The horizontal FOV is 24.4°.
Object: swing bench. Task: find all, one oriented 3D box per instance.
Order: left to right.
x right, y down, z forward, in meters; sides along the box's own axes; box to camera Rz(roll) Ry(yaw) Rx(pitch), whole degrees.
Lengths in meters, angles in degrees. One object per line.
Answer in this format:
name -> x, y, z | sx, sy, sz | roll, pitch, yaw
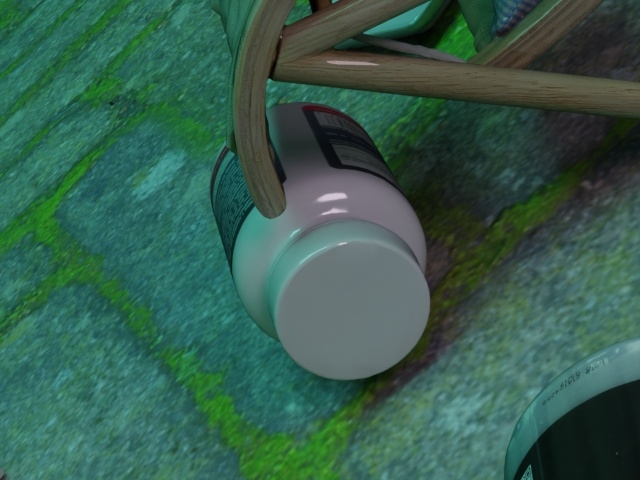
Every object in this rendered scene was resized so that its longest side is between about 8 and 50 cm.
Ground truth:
swing bench -> 0.060, -0.158, 0.805 | 0.255, 0.165, 0.253 | -10, 30, -2

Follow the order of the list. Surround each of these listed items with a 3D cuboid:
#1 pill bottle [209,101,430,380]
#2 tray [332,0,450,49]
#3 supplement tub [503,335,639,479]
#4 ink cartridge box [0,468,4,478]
pill bottle -> 0.000, 0.000, 0.823 | 0.108, 0.108, 0.180 | -39, 25, 8
tray -> 0.098, -0.239, 1.147 | 0.145, 0.030, 0.270 | -5, 45, 54
supplement tub -> 0.119, 0.125, 0.443 | 0.117, 0.117, 0.190 | -32, 27, 21
ink cartridge box -> -0.352, 0.220, 0.999 | 0.172, 0.100, 0.237 | -8, 41, 51
